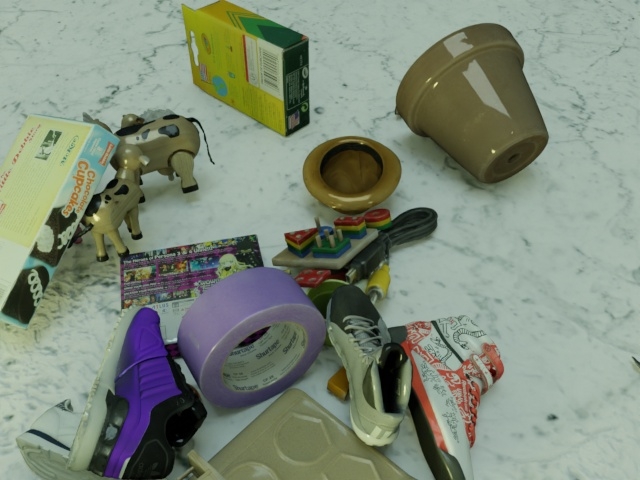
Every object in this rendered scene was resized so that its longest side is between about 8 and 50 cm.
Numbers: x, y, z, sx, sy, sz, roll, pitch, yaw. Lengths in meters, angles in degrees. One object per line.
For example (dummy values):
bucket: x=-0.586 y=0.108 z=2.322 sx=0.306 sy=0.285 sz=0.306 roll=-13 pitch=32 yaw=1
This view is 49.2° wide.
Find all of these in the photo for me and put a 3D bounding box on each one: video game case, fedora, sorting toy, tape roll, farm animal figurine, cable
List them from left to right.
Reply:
farm animal figurine: x=-0.347 y=-0.141 z=1.230 sx=0.326 sy=0.172 sz=0.330 roll=-26 pitch=41 yaw=-26
video game case: x=-0.197 y=0.087 z=1.107 sx=0.232 sy=0.042 sz=0.210 roll=-10 pitch=44 yaw=-9
tape roll: x=-0.092 y=0.133 z=0.949 sx=0.189 sy=0.189 sz=0.080 roll=-23 pitch=48 yaw=-22
sorting toy: x=0.000 y=0.000 z=1.136 sx=0.132 sy=0.046 sz=0.274 roll=2 pitch=25 yaw=35
sorting toy: x=0.008 y=0.288 z=0.898 sx=0.229 sy=0.041 sz=0.307 roll=31 pitch=45 yaw=26
fedora: x=0.057 y=-0.109 z=1.289 sx=0.194 sy=0.079 sz=0.194 roll=-1 pitch=49 yaw=1
cable: x=0.094 y=0.026 z=1.183 sx=0.139 sy=0.072 sz=0.287 roll=7 pitch=28 yaw=33

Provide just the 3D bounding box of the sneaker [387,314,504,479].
sneaker: x=0.190 y=0.207 z=0.938 sx=0.145 sy=0.090 sz=0.270 roll=-12 pitch=41 yaw=-8

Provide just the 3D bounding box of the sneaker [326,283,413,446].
sneaker: x=0.073 y=0.138 z=0.907 sx=0.086 sy=0.132 sz=0.229 roll=-5 pitch=60 yaw=-17

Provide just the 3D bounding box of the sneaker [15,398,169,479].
sneaker: x=-0.268 y=0.271 z=0.885 sx=0.235 sy=0.090 sz=0.095 roll=20 pitch=36 yaw=18

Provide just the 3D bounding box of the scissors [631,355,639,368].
scissors: x=0.538 y=0.262 z=0.931 sx=0.109 sy=0.021 sz=0.297 roll=-12 pitch=43 yaw=-8

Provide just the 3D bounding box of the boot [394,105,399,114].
boot: x=0.218 y=-0.298 z=1.518 sx=0.087 sy=0.042 sz=0.118 roll=18 pitch=46 yaw=16

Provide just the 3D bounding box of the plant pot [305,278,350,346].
plant pot: x=0.018 y=0.115 z=1.047 sx=0.083 sy=0.079 sz=0.083 roll=-1 pitch=43 yaw=1

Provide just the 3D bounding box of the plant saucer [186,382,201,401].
plant saucer: x=-0.207 y=0.233 z=0.972 sx=0.083 sy=0.013 sz=0.083 roll=0 pitch=42 yaw=0

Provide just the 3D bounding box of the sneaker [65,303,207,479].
sneaker: x=-0.216 y=0.197 z=0.894 sx=0.146 sy=0.102 sz=0.293 roll=19 pitch=25 yaw=-12

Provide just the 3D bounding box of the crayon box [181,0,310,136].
crayon box: x=-0.159 y=-0.379 z=1.491 sx=0.318 sy=0.202 sz=0.081 roll=33 pitch=52 yaw=30

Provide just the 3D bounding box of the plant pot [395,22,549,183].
plant pot: x=0.310 y=-0.238 z=1.334 sx=0.263 sy=0.263 sz=0.229 roll=-20 pitch=65 yaw=-19

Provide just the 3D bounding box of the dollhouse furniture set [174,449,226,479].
dollhouse furniture set: x=-0.162 y=0.357 z=0.755 sx=0.129 sy=0.129 sz=0.183 roll=32 pitch=49 yaw=30

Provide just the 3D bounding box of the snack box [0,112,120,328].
snack box: x=-0.457 y=-0.041 z=1.095 sx=0.187 sy=0.060 sz=0.322 roll=14 pitch=76 yaw=35
